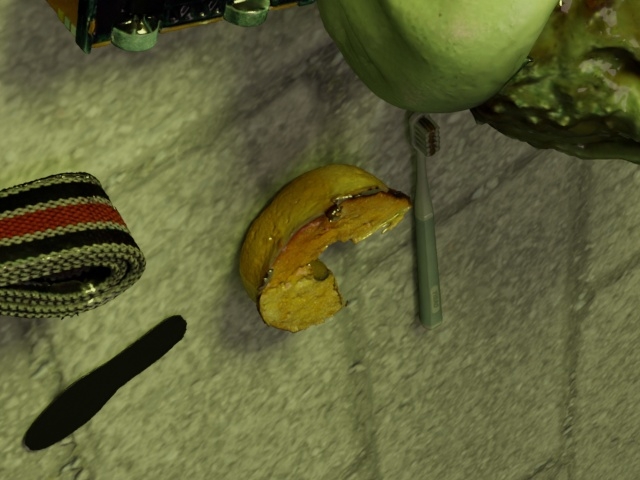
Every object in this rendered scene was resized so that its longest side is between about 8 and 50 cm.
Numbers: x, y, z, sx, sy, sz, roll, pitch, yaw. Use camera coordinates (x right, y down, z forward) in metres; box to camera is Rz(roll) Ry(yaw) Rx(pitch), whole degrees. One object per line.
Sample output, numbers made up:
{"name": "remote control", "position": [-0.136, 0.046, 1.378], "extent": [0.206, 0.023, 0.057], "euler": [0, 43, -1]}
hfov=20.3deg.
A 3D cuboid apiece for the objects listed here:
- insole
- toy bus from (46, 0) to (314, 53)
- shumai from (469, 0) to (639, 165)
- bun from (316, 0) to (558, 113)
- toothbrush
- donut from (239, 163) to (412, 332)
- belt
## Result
{"name": "insole", "position": [-0.199, 0.131, 1.662], "extent": [0.188, 0.004, 0.064], "euler": [-38, 147, -13]}
{"name": "toy bus", "position": [-0.100, -0.214, 1.296], "extent": [0.201, 0.114, 0.098], "euler": [-17, 137, -30]}
{"name": "shumai", "position": [0.340, -0.196, 1.530], "extent": [0.395, 0.348, 0.395], "euler": [-52, 171, -11]}
{"name": "bun", "position": [0.075, -0.246, 1.371], "extent": [0.187, 0.293, 0.293], "euler": [13, 120, -19]}
{"name": "toothbrush", "position": [0.110, -0.013, 1.837], "extent": [0.025, 0.030, 0.342], "euler": [-29, 146, -17]}
{"name": "donut", "position": [-0.009, 0.001, 1.679], "extent": [0.146, 0.078, 0.181], "euler": [-1, 132, -48]}
{"name": "belt", "position": [-0.290, 0.013, 1.346], "extent": [0.359, 0.094, 0.126], "euler": [-3, 132, -46]}
